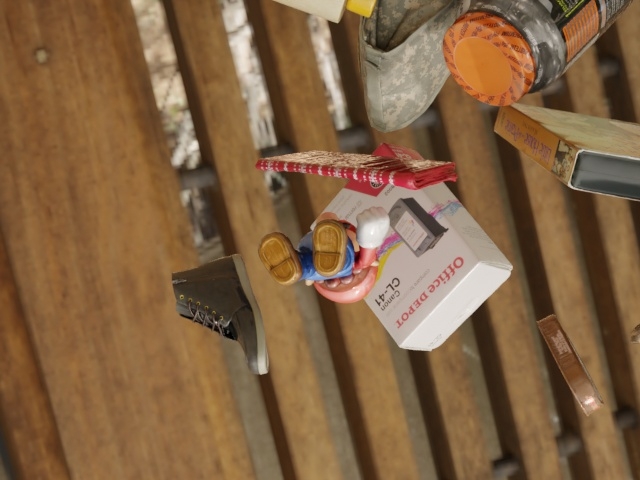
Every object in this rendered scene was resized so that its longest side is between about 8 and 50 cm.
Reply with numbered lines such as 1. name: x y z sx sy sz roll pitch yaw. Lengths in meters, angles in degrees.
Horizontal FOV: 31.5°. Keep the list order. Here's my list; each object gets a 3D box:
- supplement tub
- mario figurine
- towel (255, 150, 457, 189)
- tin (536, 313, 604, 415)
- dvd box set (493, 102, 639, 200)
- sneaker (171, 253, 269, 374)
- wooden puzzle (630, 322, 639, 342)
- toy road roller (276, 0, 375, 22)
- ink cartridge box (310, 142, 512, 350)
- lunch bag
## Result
1. supplement tub: 0.367 -0.385 1.895 0.338 0.207 0.207 -43 -161 -28
2. mario figurine: 0.000 0.000 1.772 0.198 0.170 0.320 24 -178 12
3. towel: 0.062 -0.113 1.805 0.275 0.031 0.199 7 -169 26
4. tin: 0.393 0.193 1.784 0.040 0.106 0.189 -33 -144 12
5. dvd box set: 0.466 -0.131 1.743 0.308 0.062 0.420 9 -165 -7
6. sneaker: -0.150 0.122 1.697 0.118 0.083 0.222 -13 -134 -9
7. wooden puzzle: 0.573 0.090 1.429 0.348 0.080 0.322 -2 175 13
8. toy road roller: 0.027 -0.482 1.543 0.202 0.329 0.240 20 -160 0
9. ink cartridge box: 0.157 0.011 2.028 0.226 0.306 0.131 -49 148 21
10. lunch bag: 0.156 -0.362 2.026 0.287 0.169 0.235 -54 159 -23
